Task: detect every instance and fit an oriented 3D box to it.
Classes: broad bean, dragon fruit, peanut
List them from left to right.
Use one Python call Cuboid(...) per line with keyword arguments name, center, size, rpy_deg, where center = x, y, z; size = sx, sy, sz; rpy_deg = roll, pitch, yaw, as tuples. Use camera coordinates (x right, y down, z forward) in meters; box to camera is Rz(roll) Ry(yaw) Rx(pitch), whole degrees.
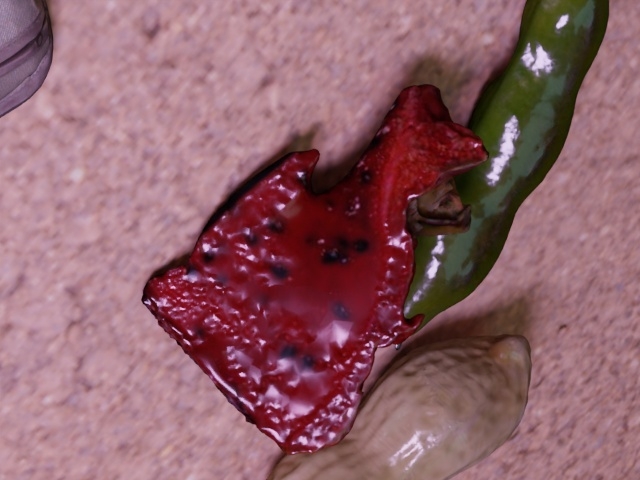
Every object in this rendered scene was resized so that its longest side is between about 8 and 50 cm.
Cuboid(name="dragon fruit", center=(0.003, 0.001, 0.993), size=(0.192, 0.122, 0.092), rpy_deg=(-57, 179, 2))
Cuboid(name="peanut", center=(0.046, 0.115, 1.093), size=(0.187, 0.082, 0.082), rpy_deg=(-42, 139, -12))
Cuboid(name="broad bean", center=(0.097, -0.052, 1.035), size=(0.065, 0.046, 0.254), rpy_deg=(13, 108, -39))

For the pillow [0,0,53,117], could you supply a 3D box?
Cuboid(name="pillow", center=(-0.164, -0.126, 0.746), size=(0.131, 0.038, 0.232), rpy_deg=(-33, 137, -29))
